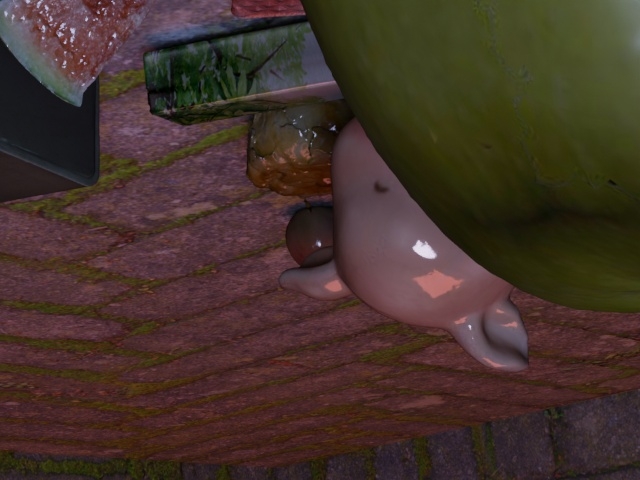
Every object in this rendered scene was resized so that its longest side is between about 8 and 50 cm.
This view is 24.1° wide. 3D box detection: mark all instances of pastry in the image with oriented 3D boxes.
[{"bbox_3d":[-0.003,-0.092,1.460,0.153,0.081,0.153,1,156,0],"label":"pastry"}]

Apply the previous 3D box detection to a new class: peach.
[{"bbox_3d":[-0.002,-0.001,1.779,0.083,0.083,0.083,-5,164,-1],"label":"peach"}]

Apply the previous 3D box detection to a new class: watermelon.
[{"bbox_3d":[-0.178,-0.172,1.092,0.158,0.121,0.098,-17,139,24],"label":"watermelon"}]

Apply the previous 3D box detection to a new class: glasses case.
[{"bbox_3d":[-0.008,-0.153,1.281,0.272,0.062,0.095,-8,176,11],"label":"glasses case"}]

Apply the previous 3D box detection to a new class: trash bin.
[{"bbox_3d":[-0.332,-0.097,1.271,0.240,0.122,0.164,-11,163,26],"label":"trash bin"}]

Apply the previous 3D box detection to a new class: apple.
[{"bbox_3d":[0.200,-0.176,0.663,0.473,0.474,0.473,-5,164,-1],"label":"apple"}]

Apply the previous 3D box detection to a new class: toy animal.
[{"bbox_3d":[0.120,-0.035,1.360,0.237,0.269,0.326,20,171,16],"label":"toy animal"}]

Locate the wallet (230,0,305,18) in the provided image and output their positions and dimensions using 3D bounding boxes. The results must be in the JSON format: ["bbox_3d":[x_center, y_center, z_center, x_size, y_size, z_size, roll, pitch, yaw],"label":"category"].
[{"bbox_3d":[-0.011,-0.218,1.133,0.103,0.020,0.196,-4,164,-8],"label":"wallet"}]
